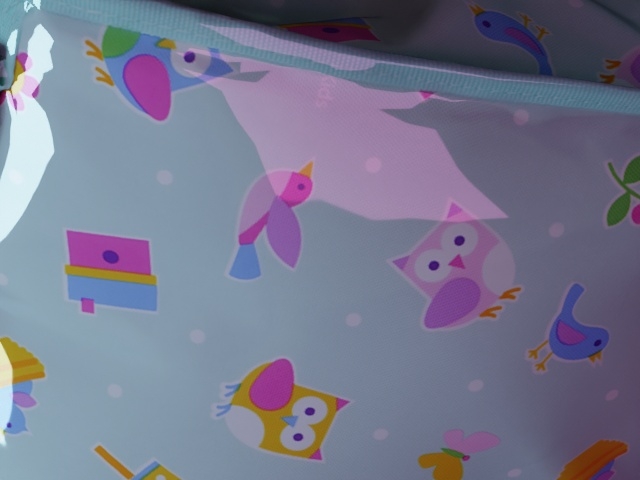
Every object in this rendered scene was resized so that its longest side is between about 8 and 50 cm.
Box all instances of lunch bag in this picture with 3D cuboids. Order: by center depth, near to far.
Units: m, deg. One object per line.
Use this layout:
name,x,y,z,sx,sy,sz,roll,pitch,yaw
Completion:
lunch bag,0.000,0.000,0.570,0.262,0.160,0.223,2,125,-19
